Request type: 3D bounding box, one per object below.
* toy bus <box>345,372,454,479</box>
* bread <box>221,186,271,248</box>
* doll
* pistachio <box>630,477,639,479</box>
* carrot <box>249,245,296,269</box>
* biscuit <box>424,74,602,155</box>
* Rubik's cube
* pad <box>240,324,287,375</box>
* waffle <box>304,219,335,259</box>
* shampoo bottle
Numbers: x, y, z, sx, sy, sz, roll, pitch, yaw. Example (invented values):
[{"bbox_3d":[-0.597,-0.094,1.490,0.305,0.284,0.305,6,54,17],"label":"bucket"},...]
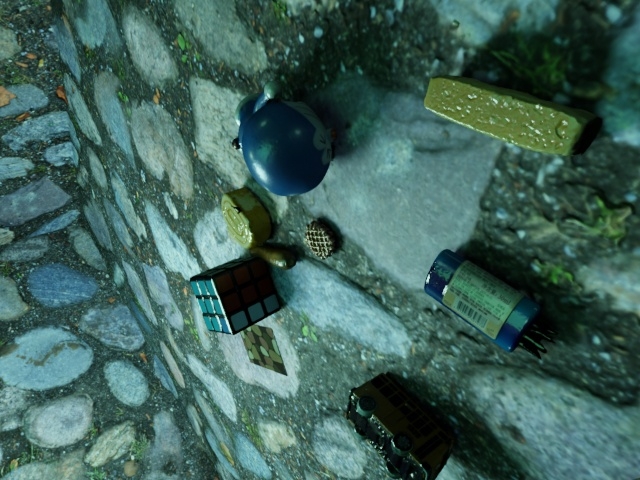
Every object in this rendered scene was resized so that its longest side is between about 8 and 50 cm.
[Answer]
[{"bbox_3d":[0.149,0.362,0.777,0.201,0.114,0.098,37,134,42],"label":"toy bus"},{"bbox_3d":[-0.189,-0.051,1.010,0.149,0.073,0.122,48,142,24],"label":"bread"},{"bbox_3d":[-0.075,-0.180,0.752,0.257,0.161,0.215,50,157,48],"label":"doll"},{"bbox_3d":[0.392,0.348,0.464,0.136,0.136,0.225,44,145,27],"label":"pistachio"},{"bbox_3d":[-0.125,0.036,1.000,0.191,0.047,0.047,13,119,49],"label":"carrot"},{"bbox_3d":[0.211,-0.149,0.468,0.188,0.056,0.052,35,136,34],"label":"biscuit"},{"bbox_3d":[-0.227,0.142,1.092,0.162,0.163,0.160,-10,101,49],"label":"Rubik's cube"},{"bbox_3d":[-0.190,0.333,1.281,0.235,0.003,0.158,-5,105,53],"label":"pad"},{"bbox_3d":[0.000,0.000,0.839,0.083,0.029,0.075,43,138,25],"label":"waffle"},{"bbox_3d":[0.235,0.091,0.574,0.183,0.050,0.087,38,133,34],"label":"shampoo bottle"}]
